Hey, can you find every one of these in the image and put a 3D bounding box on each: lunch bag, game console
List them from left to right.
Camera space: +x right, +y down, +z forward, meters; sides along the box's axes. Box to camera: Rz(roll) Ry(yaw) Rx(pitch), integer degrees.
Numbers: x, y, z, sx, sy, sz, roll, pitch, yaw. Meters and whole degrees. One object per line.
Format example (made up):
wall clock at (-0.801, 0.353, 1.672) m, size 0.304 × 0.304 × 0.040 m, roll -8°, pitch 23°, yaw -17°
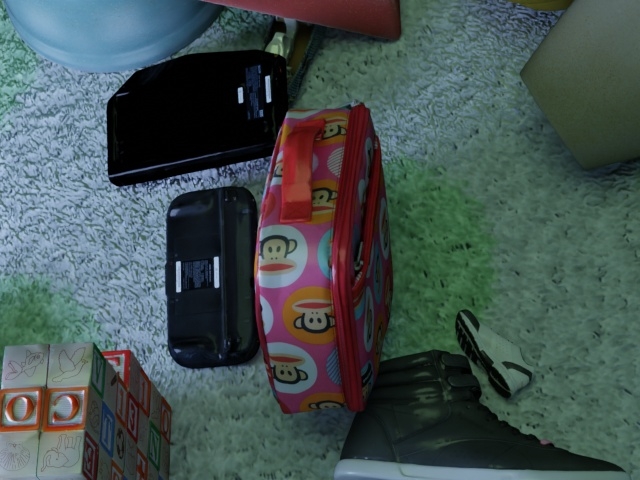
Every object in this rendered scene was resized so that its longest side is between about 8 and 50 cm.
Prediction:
game console at (-0.134, -0.036, 1.984) m, size 0.213 × 0.044 × 0.361 m, roll -10°, pitch 70°, yaw 22°
lunch bag at (0.000, 0.000, 1.800) m, size 0.120 × 0.258 × 0.293 m, roll -2°, pitch 38°, yaw 9°

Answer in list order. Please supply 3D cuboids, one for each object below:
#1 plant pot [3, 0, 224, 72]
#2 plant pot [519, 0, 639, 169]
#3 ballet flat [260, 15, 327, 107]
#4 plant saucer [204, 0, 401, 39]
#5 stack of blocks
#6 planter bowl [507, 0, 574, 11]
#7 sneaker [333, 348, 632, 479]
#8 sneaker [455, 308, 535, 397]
plant pot at (-0.256, -0.370, 2.099) m, size 0.293 × 0.196 × 0.293 m, roll -4°, pitch 63°, yaw 8°
plant pot at (0.357, -0.202, 1.903) m, size 0.274 × 0.256 × 0.256 m, roll -34°, pitch 62°, yaw 11°
ballet flat at (-0.035, -0.232, 2.066) m, size 0.070 × 0.070 × 0.188 m, roll 8°, pitch 66°, yaw 14°
plant saucer at (-0.021, -0.371, 2.071) m, size 0.258 × 0.048 × 0.259 m, roll 9°, pitch 62°, yaw -20°
stack of blocks at (-0.224, 0.194, 1.759) m, size 0.087 × 0.297 × 0.171 m, roll -4°, pitch 65°, yaw 9°
planter bowl at (0.262, -0.323, 2.031) m, size 0.217 × 0.090 × 0.217 m, roll -13°, pitch 48°, yaw 15°
sneaker at (0.165, 0.183, 1.802) m, size 0.296 × 0.104 × 0.147 m, roll 3°, pitch 70°, yaw 16°
sneaker at (0.180, 0.113, 1.878) m, size 0.044 × 0.040 × 0.109 m, roll -26°, pitch 65°, yaw -22°
